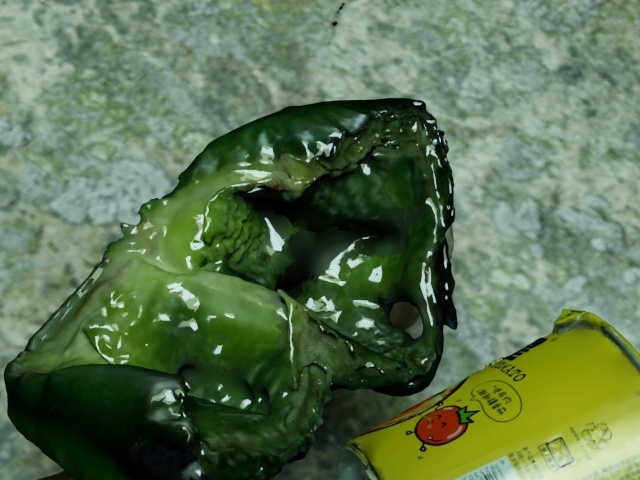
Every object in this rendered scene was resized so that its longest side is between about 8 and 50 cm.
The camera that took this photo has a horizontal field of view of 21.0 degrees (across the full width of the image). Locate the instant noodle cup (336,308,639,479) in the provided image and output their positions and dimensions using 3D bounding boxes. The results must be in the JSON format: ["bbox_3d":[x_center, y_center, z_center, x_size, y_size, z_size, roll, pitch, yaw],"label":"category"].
[{"bbox_3d":[0.096,0.141,0.858,0.144,0.182,0.182,-20,58,-12],"label":"instant noodle cup"}]

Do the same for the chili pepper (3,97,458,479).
[{"bbox_3d":[-0.030,0.036,0.840,0.148,0.116,0.264,14,48,31],"label":"chili pepper"}]

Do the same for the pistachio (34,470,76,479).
[{"bbox_3d":[-0.074,0.151,0.859,0.189,0.110,0.100,21,61,9],"label":"pistachio"}]

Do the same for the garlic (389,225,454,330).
[{"bbox_3d":[0.000,0.000,0.990,0.147,0.102,0.159,39,34,22],"label":"garlic"}]
